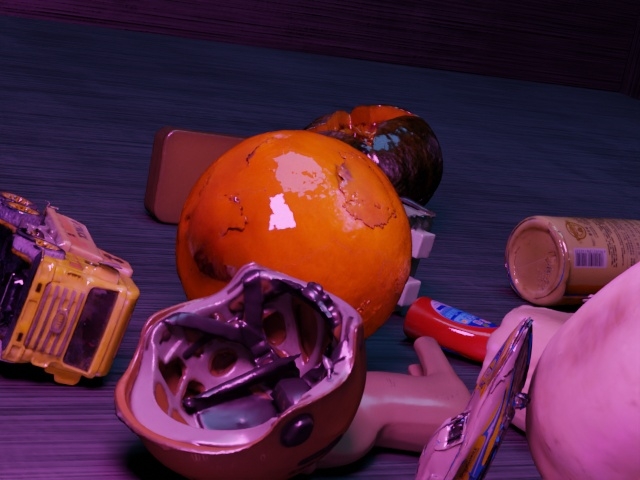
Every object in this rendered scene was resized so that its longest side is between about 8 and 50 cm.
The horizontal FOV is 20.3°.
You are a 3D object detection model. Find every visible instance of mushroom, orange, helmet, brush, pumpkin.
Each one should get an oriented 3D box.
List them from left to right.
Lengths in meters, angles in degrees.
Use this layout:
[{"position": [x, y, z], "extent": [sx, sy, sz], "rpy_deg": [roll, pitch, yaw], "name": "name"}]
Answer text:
[{"position": [-0.133, -0.082, 2.365], "extent": [0.197, 0.123, 0.059], "rpy_deg": [5, 12, -31], "name": "brush"}, {"position": [-0.057, 0.134, 1.527], "extent": [0.224, 0.130, 0.198], "rpy_deg": [-40, 43, -25], "name": "helmet"}, {"position": [-0.027, 0.007, 1.849], "extent": [0.246, 0.246, 0.246], "rpy_deg": [12, 14, -3], "name": "orange"}, {"position": [0.060, -0.098, 2.527], "extent": [0.238, 0.159, 0.238], "rpy_deg": [-7, 22, 3], "name": "pumpkin"}, {"position": [0.359, 0.145, 1.541], "extent": [0.353, 0.353, 0.325], "rpy_deg": [7, -1, -22], "name": "mushroom"}]

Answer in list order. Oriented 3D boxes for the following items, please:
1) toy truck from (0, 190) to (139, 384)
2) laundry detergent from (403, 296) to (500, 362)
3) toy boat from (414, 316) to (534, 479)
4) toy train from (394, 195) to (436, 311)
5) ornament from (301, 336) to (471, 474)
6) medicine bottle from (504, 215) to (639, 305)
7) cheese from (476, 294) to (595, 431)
[{"position": [-0.256, 0.047, 1.754], "extent": [0.157, 0.124, 0.272], "rpy_deg": [18, 8, -20], "name": "toy truck"}, {"position": [0.181, 0.113, 2.033], "extent": [0.165, 0.049, 0.097], "rpy_deg": [21, 12, 21], "name": "laundry detergent"}, {"position": [0.130, 0.158, 1.492], "extent": [0.066, 0.210, 0.084], "rpy_deg": [25, 4, -4], "name": "toy boat"}, {"position": [0.000, 0.000, 2.098], "extent": [0.188, 0.159, 0.272], "rpy_deg": [25, 12, 32], "name": "toy train"}, {"position": [0.037, 0.157, 1.686], "extent": [0.230, 0.061, 0.245], "rpy_deg": [7, 21, -16], "name": "ornament"}, {"position": [0.366, 0.028, 2.393], "extent": [0.239, 0.124, 0.124], "rpy_deg": [3, 17, -39], "name": "medicine bottle"}, {"position": [0.304, 0.143, 1.852], "extent": [0.266, 0.127, 0.233], "rpy_deg": [4, 16, -36], "name": "cheese"}]
